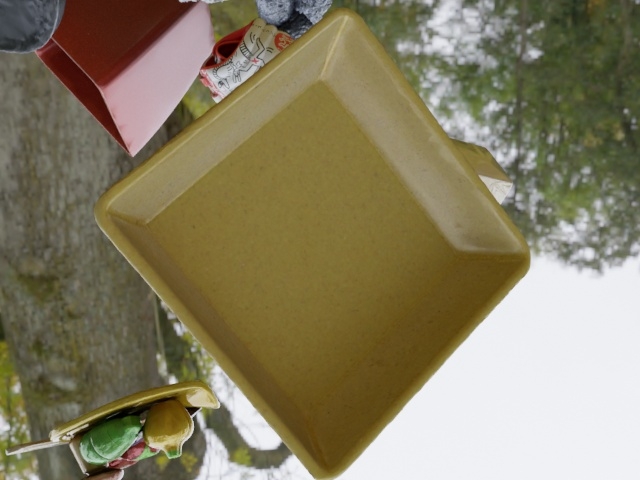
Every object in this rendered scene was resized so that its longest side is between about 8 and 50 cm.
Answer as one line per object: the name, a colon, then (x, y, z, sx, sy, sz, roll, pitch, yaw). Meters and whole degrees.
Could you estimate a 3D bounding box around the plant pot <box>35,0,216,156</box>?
plant pot: (-0.319, -0.343, 1.503, 0.236, 0.267, 0.267, -41, -103, -12)

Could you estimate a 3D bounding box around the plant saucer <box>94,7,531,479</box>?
plant saucer: (0.000, 0.000, 0.907, 0.333, 0.332, 0.081, -43, -168, -23)

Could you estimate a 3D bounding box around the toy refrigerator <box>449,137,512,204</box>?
toy refrigerator: (0.133, -0.006, 1.257, 0.102, 0.269, 0.094, 10, -145, -29)

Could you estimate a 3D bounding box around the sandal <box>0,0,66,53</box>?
sandal: (-0.304, -0.362, 0.875, 0.168, 0.445, 0.107, 12, -139, 1)

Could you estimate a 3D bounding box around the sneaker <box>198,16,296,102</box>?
sneaker: (-0.094, -0.166, 1.157, 0.145, 0.270, 0.090, 33, -128, -15)

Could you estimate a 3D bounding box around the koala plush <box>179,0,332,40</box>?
koala plush: (-0.102, -0.358, 1.202, 0.221, 0.196, 0.203, 7, 155, -36)

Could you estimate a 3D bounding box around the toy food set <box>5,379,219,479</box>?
toy food set: (-0.189, 0.201, 0.912, 0.218, 0.071, 0.128, -27, 162, 33)
